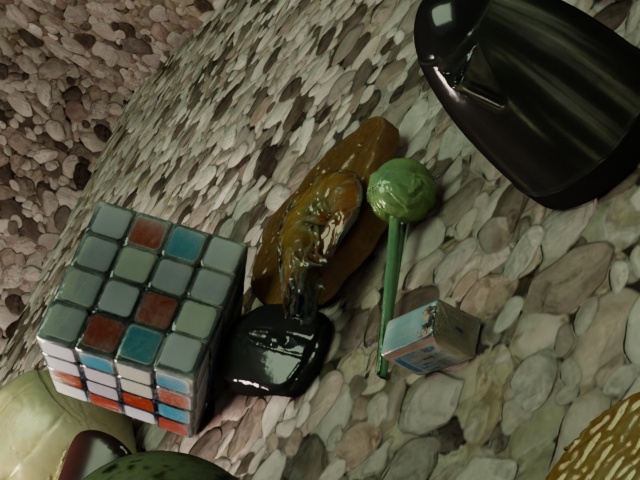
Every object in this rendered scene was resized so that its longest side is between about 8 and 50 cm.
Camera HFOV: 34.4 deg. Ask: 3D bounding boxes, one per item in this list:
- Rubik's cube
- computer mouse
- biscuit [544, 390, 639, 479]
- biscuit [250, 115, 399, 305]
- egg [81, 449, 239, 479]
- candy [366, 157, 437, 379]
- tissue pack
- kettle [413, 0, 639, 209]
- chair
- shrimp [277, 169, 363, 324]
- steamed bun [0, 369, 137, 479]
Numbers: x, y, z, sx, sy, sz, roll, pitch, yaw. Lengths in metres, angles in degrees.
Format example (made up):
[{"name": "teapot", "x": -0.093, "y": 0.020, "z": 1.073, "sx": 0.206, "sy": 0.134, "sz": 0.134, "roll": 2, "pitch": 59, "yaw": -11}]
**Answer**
[{"name": "Rubik's cube", "x": -0.275, "y": 0.129, "z": 1.650, "sx": 0.256, "sy": 0.254, "sz": 0.258, "roll": 102, "pitch": -175, "yaw": -60}, {"name": "computer mouse", "x": -0.089, "y": 0.163, "z": 1.548, "sx": 0.270, "sy": 0.086, "sz": 0.137, "roll": -13, "pitch": 48, "yaw": 58}, {"name": "biscuit", "x": 0.258, "y": 0.223, "z": 0.807, "sx": 0.254, "sy": 0.035, "sz": 0.254, "roll": -44, "pitch": 24, "yaw": 25}, {"name": "biscuit", "x": 0.016, "y": -0.029, "z": 1.629, "sx": 0.351, "sy": 0.057, "sz": 0.312, "roll": -50, "pitch": 25, "yaw": 15}, {"name": "egg", "x": -0.172, "y": 0.392, "z": 1.131, "sx": 0.287, "sy": 0.288, "sz": 0.379, "roll": -56, "pitch": 28, "yaw": 0}, {"name": "candy", "x": 0.098, "y": 0.032, "z": 1.374, "sx": 0.092, "sy": 0.093, "sz": 0.335, "roll": -24, "pitch": 47, "yaw": 41}, {"name": "tissue pack", "x": 0.126, "y": 0.113, "z": 1.187, "sx": 0.094, "sy": 0.074, "sz": 0.058, "roll": -28, "pitch": 42, "yaw": 47}, {"name": "kettle", "x": 0.228, "y": -0.205, "z": 1.150, "sx": 0.250, "sy": 0.271, "sz": 0.207, "roll": -63, "pitch": 23, "yaw": -13}, {"name": "chair", "x": -0.301, "y": 0.474, "z": 1.366, "sx": 0.226, "sy": 0.227, "sz": 0.400, "roll": -29, "pitch": 35, "yaw": 49}, {"name": "shrimp", "x": 0.000, "y": 0.000, "z": 1.482, "sx": 0.164, "sy": 0.062, "sz": 0.316, "roll": -40, "pitch": 26, "yaw": 28}, {"name": "steamed bun", "x": -0.493, "y": 0.390, "z": 1.832, "sx": 0.290, "sy": 0.272, "sz": 0.273, "roll": -64, "pitch": 23, "yaw": -3}]
